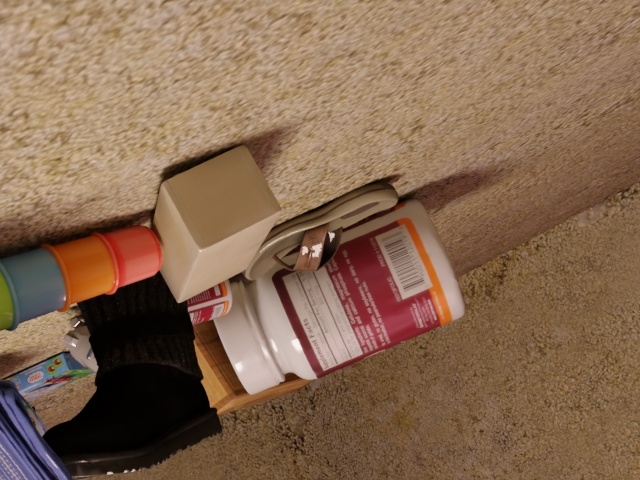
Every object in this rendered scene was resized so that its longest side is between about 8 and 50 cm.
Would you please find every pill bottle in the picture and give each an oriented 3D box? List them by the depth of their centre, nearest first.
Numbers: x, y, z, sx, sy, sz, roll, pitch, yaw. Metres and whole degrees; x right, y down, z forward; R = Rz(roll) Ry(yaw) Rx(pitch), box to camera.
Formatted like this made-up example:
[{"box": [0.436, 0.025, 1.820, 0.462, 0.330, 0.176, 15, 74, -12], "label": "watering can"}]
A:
[{"box": [-0.216, 0.091, 1.684, 0.152, 0.086, 0.086, -15, 168, -36], "label": "pill bottle"}, {"box": [0.026, 0.101, 1.884, 0.392, 0.224, 0.224, -23, 171, 0], "label": "pill bottle"}]

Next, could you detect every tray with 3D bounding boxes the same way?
[{"box": [-0.148, 0.204, 2.094, 0.076, 0.202, 0.411, -39, 166, 17], "label": "tray"}]

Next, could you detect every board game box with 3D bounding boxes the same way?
[{"box": [-0.527, 0.263, 2.055, 0.212, 0.039, 0.160, -24, 171, 10], "label": "board game box"}]

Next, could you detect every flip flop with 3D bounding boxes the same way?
[{"box": [0.000, 0.000, 1.696, 0.277, 0.080, 0.112, -25, 170, 15], "label": "flip flop"}]

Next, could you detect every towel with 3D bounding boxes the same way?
[{"box": [-0.369, 0.216, 1.231, 0.336, 0.243, 0.040, 10, -135, 48], "label": "towel"}]

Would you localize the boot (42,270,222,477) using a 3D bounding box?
[{"box": [-0.264, 0.158, 1.414, 0.131, 0.260, 0.348, -15, 177, 21], "label": "boot"}]

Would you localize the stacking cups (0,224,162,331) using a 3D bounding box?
[{"box": [-0.317, 0.053, 1.209, 0.316, 0.096, 0.096, -17, 169, -33], "label": "stacking cups"}]

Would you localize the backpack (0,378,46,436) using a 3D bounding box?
[{"box": [-0.564, 0.332, 1.732, 0.213, 0.276, 0.263, -28, -163, 37], "label": "backpack"}]

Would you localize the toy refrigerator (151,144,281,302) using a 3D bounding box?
[{"box": [-0.131, -0.015, 1.282, 0.102, 0.094, 0.269, -27, 173, -17], "label": "toy refrigerator"}]

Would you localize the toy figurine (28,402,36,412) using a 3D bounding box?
[{"box": [-0.634, 0.427, 2.215, 0.148, 0.213, 0.209, -11, 171, -11], "label": "toy figurine"}]

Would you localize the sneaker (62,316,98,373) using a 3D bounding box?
[{"box": [-0.332, 0.143, 1.736, 0.105, 0.115, 0.281, -61, -174, -2], "label": "sneaker"}]
